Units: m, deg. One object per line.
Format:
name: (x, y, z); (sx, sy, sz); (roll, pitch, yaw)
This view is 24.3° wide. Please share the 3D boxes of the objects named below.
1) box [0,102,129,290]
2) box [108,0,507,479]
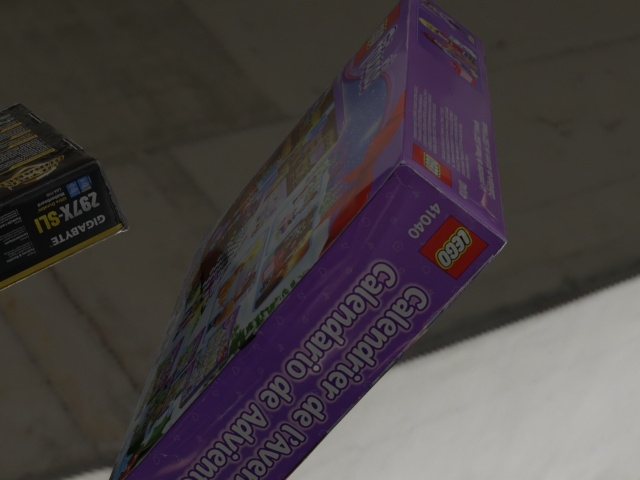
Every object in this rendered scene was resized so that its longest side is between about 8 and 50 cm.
box: (-0.363, -0.004, 1.315); (0.322, 0.079, 0.257); (-27, -152, -18)
box: (0.000, 0.000, 0.724); (0.057, 0.201, 0.293); (37, -159, -11)
